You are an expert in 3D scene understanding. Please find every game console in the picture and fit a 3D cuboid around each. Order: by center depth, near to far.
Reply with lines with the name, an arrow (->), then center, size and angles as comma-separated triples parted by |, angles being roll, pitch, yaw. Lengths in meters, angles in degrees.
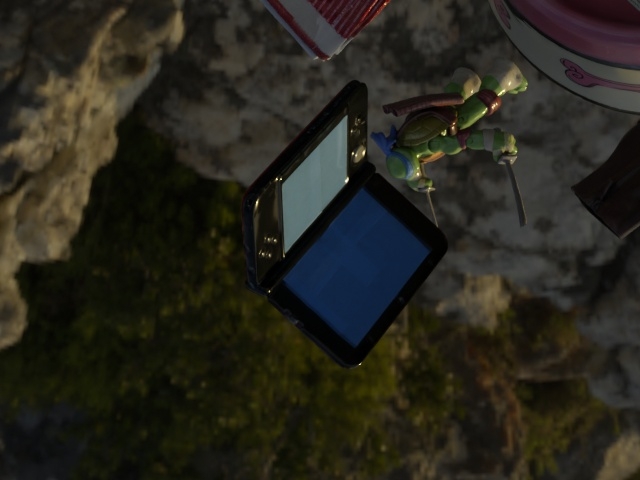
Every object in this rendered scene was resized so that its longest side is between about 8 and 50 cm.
game console -> 0.021, -0.013, 0.889 | 0.085, 0.144, 0.124 | 23, 139, 22

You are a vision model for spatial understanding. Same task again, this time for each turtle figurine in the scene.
turtle figurine -> 0.224, -0.138, 2.081 | 0.274, 0.266, 0.198 | 34, 150, 6

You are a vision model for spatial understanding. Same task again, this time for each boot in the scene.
boot -> 0.470, -0.066, 1.752 | 0.207, 0.248, 0.090 | -42, 134, 0

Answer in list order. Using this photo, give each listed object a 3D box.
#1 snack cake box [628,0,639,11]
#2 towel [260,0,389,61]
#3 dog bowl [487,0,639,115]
snack cake box -> 0.155, -0.217, 0.738 | 0.089, 0.264, 0.152 | -45, 159, 9
towel -> 0.040, -0.383, 1.425 | 0.329, 0.037, 0.237 | -47, 113, -5
dog bowl -> 0.325, -0.328, 1.253 | 0.407, 0.408, 0.150 | -15, 168, 19
